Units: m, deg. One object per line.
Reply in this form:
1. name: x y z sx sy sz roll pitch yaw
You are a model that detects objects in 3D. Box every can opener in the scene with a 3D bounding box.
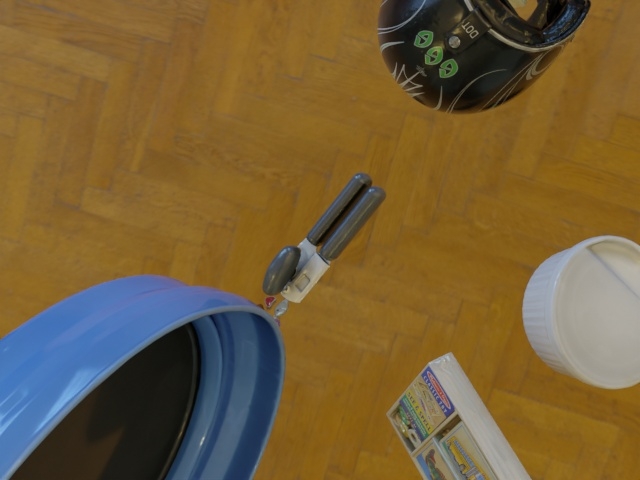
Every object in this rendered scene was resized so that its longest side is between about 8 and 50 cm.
1. can opener: 0.000 0.000 1.505 0.076 0.095 0.283 47 112 22

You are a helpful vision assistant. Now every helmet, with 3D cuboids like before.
1. helmet: 0.130 -0.190 0.725 0.170 0.161 0.169 6 75 -23

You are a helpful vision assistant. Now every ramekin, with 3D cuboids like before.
1. ramekin: 0.490 0.130 1.509 0.273 0.127 0.272 3 83 -22

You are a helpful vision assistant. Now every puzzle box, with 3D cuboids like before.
1. puzzle box: 0.268 0.422 1.436 0.052 0.272 0.408 -20 66 -24

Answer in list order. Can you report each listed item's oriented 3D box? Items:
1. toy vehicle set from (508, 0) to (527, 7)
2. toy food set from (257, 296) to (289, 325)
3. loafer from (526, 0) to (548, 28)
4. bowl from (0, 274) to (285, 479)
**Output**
1. toy vehicle set: 0.245 -0.497 1.283 0.267 0.035 0.165 23 85 -32
2. toy food set: -0.116 0.158 1.805 0.078 0.122 0.019 6 131 16
3. loafer: 0.336 -0.361 1.180 0.078 0.080 0.220 30 127 14
4. bowl: -0.166 0.198 0.567 0.077 0.391 0.391 28 103 20
